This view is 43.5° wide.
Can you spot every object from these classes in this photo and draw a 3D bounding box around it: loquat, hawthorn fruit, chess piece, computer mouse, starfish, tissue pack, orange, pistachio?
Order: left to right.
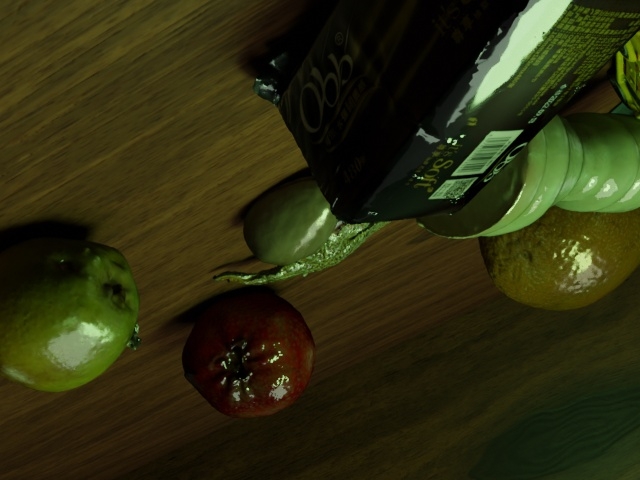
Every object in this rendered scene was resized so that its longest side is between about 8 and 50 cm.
[{"bbox_3d":[-0.364,0.102,1.059,0.246,0.213,0.213,-24,163,15],"label":"loquat"},{"bbox_3d":[-0.132,0.235,1.679,0.265,0.265,0.307,-26,171,8],"label":"hawthorn fruit"},{"bbox_3d":[-0.039,-0.032,1.243,0.185,0.126,0.108,-35,-160,28],"label":"pistachio"},{"bbox_3d":[-0.026,-0.180,0.901,0.079,0.047,0.135,-49,150,22],"label":"computer mouse"},{"bbox_3d":[0.002,0.002,1.447,0.347,0.078,0.358,-1,152,-45],"label":"starfish"},{"bbox_3d":[0.139,-0.186,0.781,0.210,0.198,0.370,-11,151,-41],"label":"tissue pack"},{"bbox_3d":[0.344,-0.122,1.230,0.442,0.234,0.234,-5,155,-42],"label":"chess piece"},{"bbox_3d":[0.484,-0.028,1.586,0.357,0.322,0.322,-20,165,-42],"label":"orange"}]

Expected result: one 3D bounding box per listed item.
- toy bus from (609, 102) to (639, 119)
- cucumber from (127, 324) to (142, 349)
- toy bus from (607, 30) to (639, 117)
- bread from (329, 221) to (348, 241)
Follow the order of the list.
[{"bbox_3d":[0.689,-0.252,1.434,0.190,0.152,0.312,-15,161,-28],"label":"toy bus"},{"bbox_3d":[-0.447,0.134,1.202,0.325,0.145,0.105,-13,121,-22],"label":"cucumber"},{"bbox_3d":[0.527,-0.262,1.196,0.144,0.152,0.330,-30,162,14],"label":"toy bus"},{"bbox_3d":[0.020,-0.043,1.330,0.070,0.035,0.083,30,111,-35],"label":"bread"}]
